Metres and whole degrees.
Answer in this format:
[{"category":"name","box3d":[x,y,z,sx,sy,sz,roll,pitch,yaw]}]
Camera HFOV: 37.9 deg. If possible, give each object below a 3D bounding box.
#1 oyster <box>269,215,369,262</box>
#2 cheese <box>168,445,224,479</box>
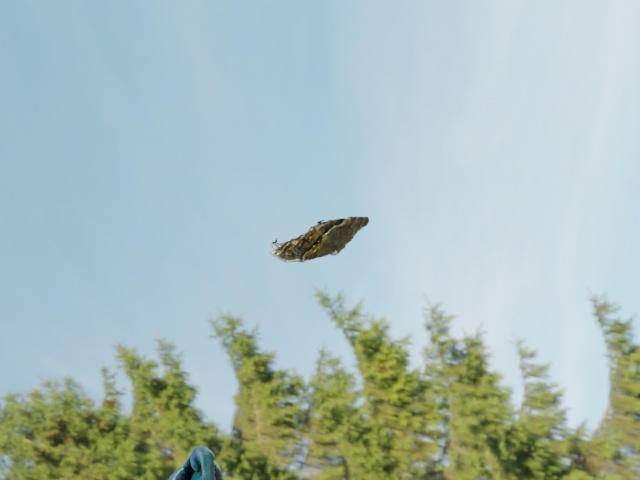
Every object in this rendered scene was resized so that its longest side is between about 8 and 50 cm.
[{"category":"oyster","box3d":[0.001,0.000,0.827,0.051,0.093,0.034,-50,-60,-87]},{"category":"cheese","box3d":[-0.083,0.270,0.563,0.129,0.329,0.217,23,-65,-21]}]
